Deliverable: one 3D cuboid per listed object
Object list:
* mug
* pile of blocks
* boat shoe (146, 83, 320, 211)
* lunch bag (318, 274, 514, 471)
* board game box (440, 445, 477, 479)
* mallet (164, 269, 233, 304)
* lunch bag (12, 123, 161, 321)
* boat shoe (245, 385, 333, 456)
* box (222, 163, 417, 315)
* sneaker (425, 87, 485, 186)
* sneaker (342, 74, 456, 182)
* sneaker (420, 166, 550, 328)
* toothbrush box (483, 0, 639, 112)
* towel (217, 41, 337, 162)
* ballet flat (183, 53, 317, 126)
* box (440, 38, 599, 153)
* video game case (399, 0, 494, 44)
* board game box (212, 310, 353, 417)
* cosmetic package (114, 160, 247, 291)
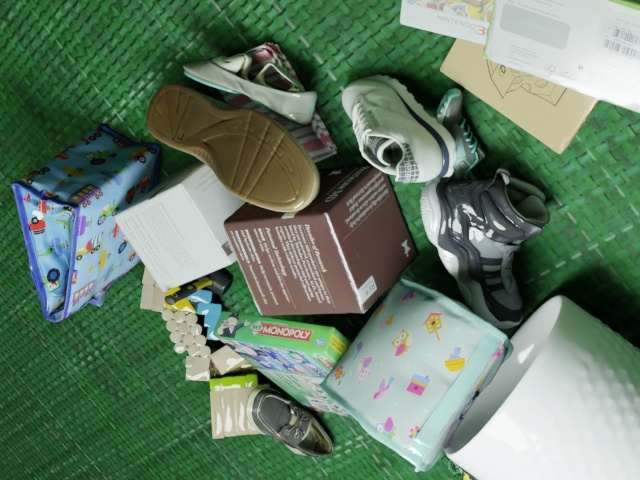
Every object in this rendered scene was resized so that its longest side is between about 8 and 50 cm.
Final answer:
[{"bbox_3d":[0.376,0.289,1.767,0.328,0.276,0.374,36,165,1],"label":"mug"},{"bbox_3d":[-0.192,0.181,2.211,0.362,0.149,0.112,61,177,-2],"label":"pile of blocks"},{"bbox_3d":[-0.111,-0.139,1.858,0.341,0.110,0.121,34,100,35],"label":"boat shoe"},{"bbox_3d":[0.144,0.187,1.741,0.160,0.223,0.262,37,177,-20],"label":"lunch bag"},{"bbox_3d":[0.293,0.364,1.852,0.030,0.259,0.136,-58,43,14],"label":"board game box"},{"bbox_3d":[-0.214,0.072,2.081,0.062,0.189,0.039,36,111,18],"label":"mallet"},{"bbox_3d":[-0.379,-0.007,2.111,0.138,0.221,0.293,22,130,23],"label":"lunch bag"},{"bbox_3d":[-0.046,0.313,2.147,0.073,0.080,0.223,8,155,34],"label":"boat shoe"},{"bbox_3d":[0.000,0.000,1.875,0.203,0.168,0.167,-5,115,38],"label":"box"},{"bbox_3d":[0.191,-0.135,1.729,0.076,0.065,0.166,11,131,10],"label":"sneaker"},{"bbox_3d":[0.085,-0.154,1.711,0.235,0.095,0.090,44,145,46],"label":"sneaker"},{"bbox_3d":[0.257,0.012,1.743,0.153,0.101,0.268,-19,124,26],"label":"sneaker"},{"bbox_3d":[0.333,-0.270,1.359,0.206,0.283,0.122,24,130,21],"label":"toothbrush box"},{"bbox_3d":[-0.075,-0.193,1.894,0.144,0.029,0.197,-17,109,43],"label":"towel"},{"bbox_3d":[-0.099,-0.234,1.824,0.213,0.072,0.068,27,107,15],"label":"ballet flat"},{"bbox_3d":[0.269,-0.225,1.624,0.201,0.021,0.164,36,135,9],"label":"box"},{"bbox_3d":[0.203,-0.355,1.553,0.206,0.026,0.227,19,120,25],"label":"video game case"},{"bbox_3d":[0.000,0.209,1.998,0.213,0.046,0.317,5,155,33],"label":"board game box"},{"bbox_3d":[-0.195,-0.035,2.006,0.183,0.151,0.151,-22,105,43],"label":"cosmetic package"}]
